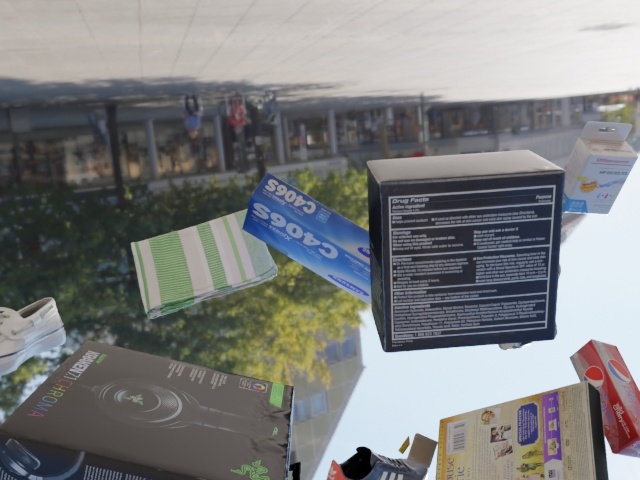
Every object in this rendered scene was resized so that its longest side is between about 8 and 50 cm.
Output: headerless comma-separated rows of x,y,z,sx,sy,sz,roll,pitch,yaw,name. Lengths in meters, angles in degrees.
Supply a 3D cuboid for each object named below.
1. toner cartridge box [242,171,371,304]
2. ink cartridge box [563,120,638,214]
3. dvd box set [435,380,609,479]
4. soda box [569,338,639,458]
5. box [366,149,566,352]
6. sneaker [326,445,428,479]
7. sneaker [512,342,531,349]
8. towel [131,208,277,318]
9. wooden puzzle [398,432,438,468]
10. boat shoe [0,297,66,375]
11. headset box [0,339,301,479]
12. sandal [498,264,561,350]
0.000,0.000,1.486,0.347,0.075,0.165,30,151,2,toner cartridge box
0.550,-0.141,1.328,0.104,0.181,0.062,2,-140,-10,ink cartridge box
0.442,0.514,1.524,0.420,0.062,0.308,-30,-145,39,dvd box set
0.682,0.362,1.551,0.092,0.083,0.263,16,-140,-24,soda box
0.236,0.011,1.139,0.296,0.294,0.183,-4,-160,-2,box
0.174,0.667,1.955,0.349,0.148,0.131,-5,-166,-32,sneaker
0.437,0.191,1.549,0.214,0.084,0.083,24,141,-31,sneaker
-0.290,0.047,1.649,0.324,0.038,0.248,-18,-130,-10,towel
0.262,0.543,1.731,0.116,0.079,0.014,32,165,-7,wooden puzzle
-0.416,0.125,0.869,0.083,0.076,0.226,-8,-175,7,boat shoe
-0.162,0.235,0.712,0.282,0.131,0.246,14,-169,-2,headset box
0.469,0.138,1.431,0.079,0.088,0.240,11,-124,52,sandal
